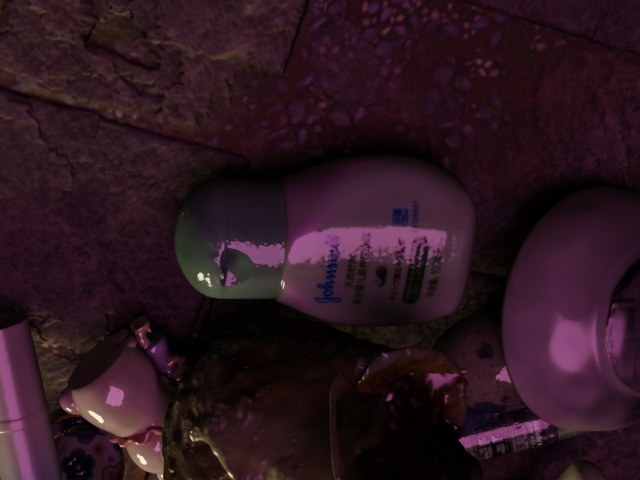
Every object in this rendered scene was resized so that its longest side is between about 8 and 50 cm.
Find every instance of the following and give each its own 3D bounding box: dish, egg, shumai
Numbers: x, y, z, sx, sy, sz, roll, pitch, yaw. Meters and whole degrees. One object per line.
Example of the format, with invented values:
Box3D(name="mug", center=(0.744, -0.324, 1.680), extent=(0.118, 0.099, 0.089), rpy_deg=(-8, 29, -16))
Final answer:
Box3D(name="dish", center=(-0.321, 0.303, 1.415), extent=(0.141, 0.078, 0.141), rpy_deg=(-1, 83, 6))
Box3D(name="dish", center=(0.388, 0.097, 1.307), extent=(0.324, 0.124, 0.324), rpy_deg=(-5, 99, -31))
Box3D(name="egg", center=(0.233, 0.161, 1.392), extent=(0.181, 0.141, 0.141), rpy_deg=(-9, 121, 9))
Box3D(name="shumai", center=(0.034, 0.284, 1.218), extent=(0.395, 0.348, 0.395), rpy_deg=(-1, 93, -25))

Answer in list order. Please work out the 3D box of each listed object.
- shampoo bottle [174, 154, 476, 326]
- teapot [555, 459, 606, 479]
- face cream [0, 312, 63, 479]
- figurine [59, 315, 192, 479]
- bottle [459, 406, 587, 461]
Box3D(name="shampoo bottle", center=(0.000, 0.000, 1.254), extent=(0.349, 0.151, 0.222), rpy_deg=(2, 121, -10))
Box3D(name="teapot", center=(0.284, 0.442, 1.548), extent=(0.219, 0.149, 0.318), rpy_deg=(-5, 120, -9))
Box3D(name="face cream", center=(-0.381, 0.221, 1.313), extent=(0.077, 0.077, 0.250), rpy_deg=(-9, 103, -5))
Box3D(name="figurine", center=(-0.208, 0.229, 1.358), extent=(0.155, 0.127, 0.235), rpy_deg=(-50, 117, -22))
Box3D(name="bottle", center=(0.253, 0.254, 1.460), extent=(0.330, 0.093, 0.093), rpy_deg=(-15, 120, 2))
